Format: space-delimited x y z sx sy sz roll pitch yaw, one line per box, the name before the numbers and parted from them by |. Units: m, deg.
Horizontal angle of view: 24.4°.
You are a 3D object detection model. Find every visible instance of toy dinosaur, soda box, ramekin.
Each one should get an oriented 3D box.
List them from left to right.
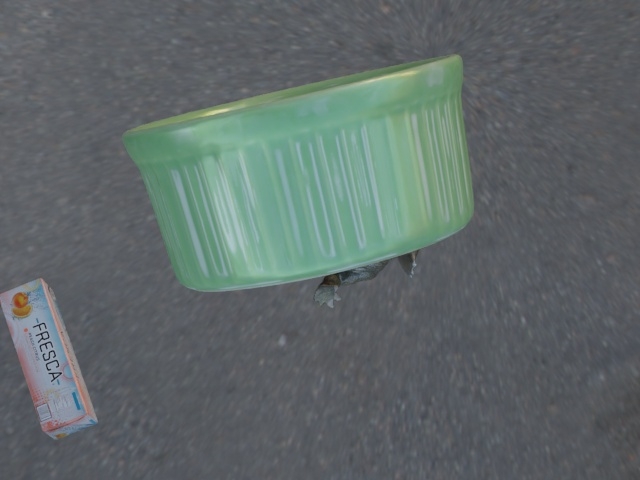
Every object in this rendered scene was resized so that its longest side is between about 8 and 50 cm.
soda box | -0.325 0.142 1.766 0.058 0.063 0.183 -21 73 -2
ramekin | -0.010 -0.059 1.300 0.304 0.303 0.148 -12 97 6
toy dinosaur | 0.000 0.000 1.779 0.314 0.160 0.121 8 103 21
